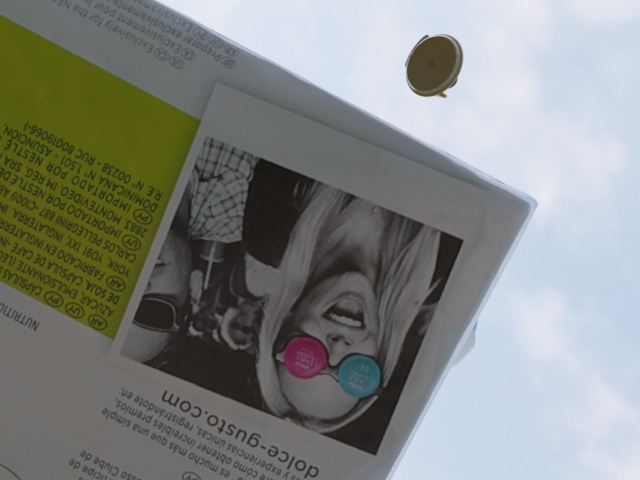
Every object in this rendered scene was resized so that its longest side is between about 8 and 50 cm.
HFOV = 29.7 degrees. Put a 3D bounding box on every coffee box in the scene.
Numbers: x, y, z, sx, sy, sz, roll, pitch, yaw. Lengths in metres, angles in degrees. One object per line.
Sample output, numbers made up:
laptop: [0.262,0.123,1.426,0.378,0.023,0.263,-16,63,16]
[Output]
coffee box: [-0.120,0.041,0.752,0.338,0.337,0.334,27,-88,-3]

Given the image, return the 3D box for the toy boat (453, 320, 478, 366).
toy boat: [0.000,0.000,1.106,0.318,0.148,0.267,-3,-54,53]

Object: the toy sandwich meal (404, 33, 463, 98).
toy sandwich meal: [0.132,-0.198,1.380,0.085,0.029,0.086,-14,-114,34]
